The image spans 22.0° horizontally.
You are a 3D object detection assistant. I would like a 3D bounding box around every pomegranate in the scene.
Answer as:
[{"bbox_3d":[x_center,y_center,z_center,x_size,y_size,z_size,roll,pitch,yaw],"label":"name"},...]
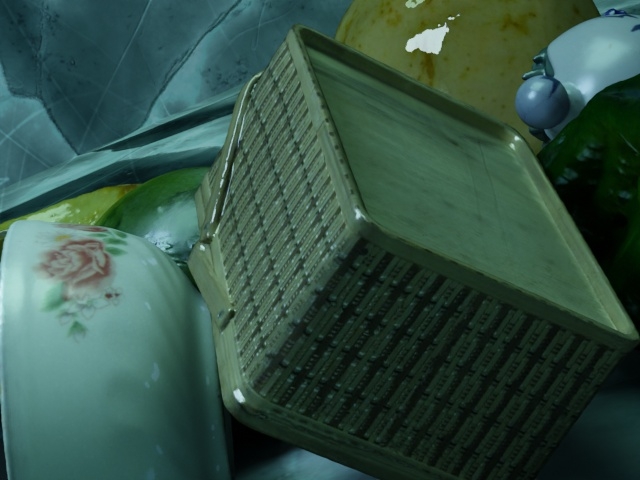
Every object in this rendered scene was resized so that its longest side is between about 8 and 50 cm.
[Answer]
[{"bbox_3d":[0.165,-0.166,1.852,0.342,0.343,0.342,-18,12,4],"label":"pomegranate"}]

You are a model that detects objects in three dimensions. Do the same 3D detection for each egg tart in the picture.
[{"bbox_3d":[-0.338,0.023,2.165,0.315,0.120,0.315,-17,14,4],"label":"egg tart"}]

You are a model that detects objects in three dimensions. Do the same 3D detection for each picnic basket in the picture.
[{"bbox_3d":[0.047,0.018,1.137,0.175,0.228,0.313,-57,25,22],"label":"picnic basket"}]

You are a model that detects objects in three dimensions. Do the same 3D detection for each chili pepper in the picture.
[{"bbox_3d":[0.265,-0.045,1.187,0.385,0.167,0.213,-38,33,38],"label":"chili pepper"}]

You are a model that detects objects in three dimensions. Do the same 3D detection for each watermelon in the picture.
[{"bbox_3d":[-0.098,0.055,1.398,0.242,0.242,0.242,-18,12,4],"label":"watermelon"}]

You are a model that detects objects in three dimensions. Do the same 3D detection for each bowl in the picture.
[{"bbox_3d":[-0.137,0.115,1.167,0.145,0.277,0.277,-7,12,-1],"label":"bowl"}]

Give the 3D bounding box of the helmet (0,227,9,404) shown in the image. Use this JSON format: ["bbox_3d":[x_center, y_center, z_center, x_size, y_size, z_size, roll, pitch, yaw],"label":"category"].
[{"bbox_3d":[-0.298,0.101,1.679,0.205,0.140,0.257,-19,-20,3],"label":"helmet"}]

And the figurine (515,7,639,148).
[{"bbox_3d":[0.307,-0.084,1.502,0.186,0.261,0.382,-46,28,12],"label":"figurine"}]

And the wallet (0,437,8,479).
[{"bbox_3d":[-0.256,0.212,1.411,0.149,0.044,0.250,-28,15,-21],"label":"wallet"}]
